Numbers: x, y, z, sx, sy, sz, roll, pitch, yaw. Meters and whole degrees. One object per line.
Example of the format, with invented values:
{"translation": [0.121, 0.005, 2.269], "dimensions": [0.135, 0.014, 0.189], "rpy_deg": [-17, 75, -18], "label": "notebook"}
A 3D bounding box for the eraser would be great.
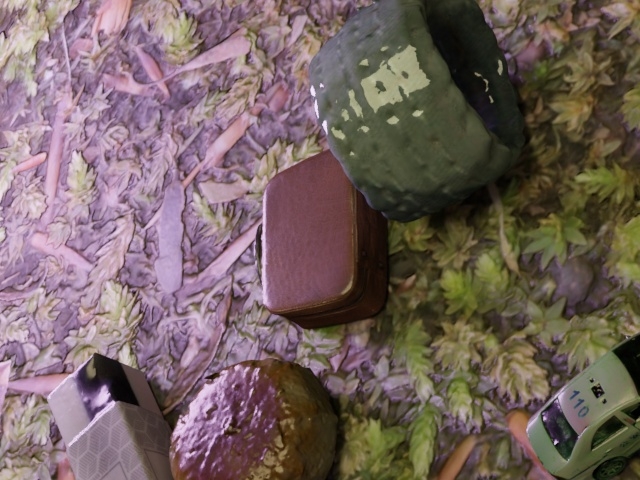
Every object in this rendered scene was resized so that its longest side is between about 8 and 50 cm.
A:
{"translation": [-0.193, 0.308, 1.866], "dimensions": [0.098, 0.096, 0.404], "rpy_deg": [-43, 50, 16], "label": "eraser"}

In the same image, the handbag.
{"translation": [0.000, 0.000, 1.871], "dimensions": [0.151, 0.072, 0.193], "rpy_deg": [-17, 62, 33], "label": "handbag"}

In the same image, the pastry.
{"translation": [-0.076, 0.220, 1.814], "dimensions": [0.192, 0.093, 0.182], "rpy_deg": [-8, 63, 37], "label": "pastry"}

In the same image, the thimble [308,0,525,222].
{"translation": [0.105, -0.155, 1.765], "dimensions": [0.172, 0.205, 0.250], "rpy_deg": [-29, 60, 25], "label": "thimble"}

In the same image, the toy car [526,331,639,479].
{"translation": [0.294, 0.143, 1.565], "dimensions": [0.224, 0.076, 0.090], "rpy_deg": [-41, 49, 17], "label": "toy car"}
